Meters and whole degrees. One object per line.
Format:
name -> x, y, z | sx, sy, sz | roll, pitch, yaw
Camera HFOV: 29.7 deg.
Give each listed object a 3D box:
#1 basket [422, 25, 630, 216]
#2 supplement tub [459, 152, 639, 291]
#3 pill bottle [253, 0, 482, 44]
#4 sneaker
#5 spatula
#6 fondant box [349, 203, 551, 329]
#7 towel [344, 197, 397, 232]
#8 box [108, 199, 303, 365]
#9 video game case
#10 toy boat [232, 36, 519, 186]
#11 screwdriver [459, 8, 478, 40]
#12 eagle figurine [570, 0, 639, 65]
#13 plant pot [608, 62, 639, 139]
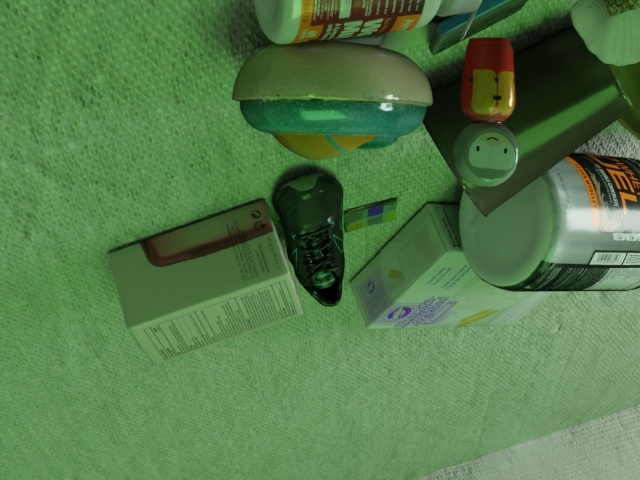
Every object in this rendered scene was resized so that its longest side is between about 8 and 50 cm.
basket -> 0.261, -0.162, 1.529 | 0.226, 0.154, 0.204 | -31, 135, 12
supplement tub -> 0.390, -0.026, 1.796 | 0.337, 0.207, 0.207 | 1, 146, -36
pill bottle -> 0.049, -0.269, 1.216 | 0.221, 0.121, 0.121 | -9, 151, -19
sneaker -> 0.000, 0.000, 1.700 | 0.101, 0.106, 0.267 | -17, 152, -2
spatula -> 0.050, -0.262, 1.348 | 0.241, 0.019, 0.168 | -9, 157, -19
fondant box -> 0.248, 0.047, 1.961 | 0.330, 0.096, 0.238 | 2, 146, -35
towel -> 0.074, -0.036, 1.785 | 0.083, 0.009, 0.060 | -15, 152, -9
box -> -0.157, 0.061, 1.681 | 0.232, 0.127, 0.149 | -19, 153, -2
video game case -> 0.181, -0.252, 1.359 | 0.119, 0.015, 0.166 | -28, 180, 2
toy boat -> 0.063, -0.136, 1.281 | 0.318, 0.148, 0.267 | 4, -174, 35
screwdriver -> 0.183, -0.285, 1.271 | 0.170, 0.024, 0.025 | -60, 149, -14
eagle figurine -> 0.315, -0.326, 1.225 | 0.226, 0.225, 0.298 | -24, 166, 27
plant pot -> 0.490, -0.216, 1.563 | 0.110, 0.237, 0.237 | -54, 164, -24
